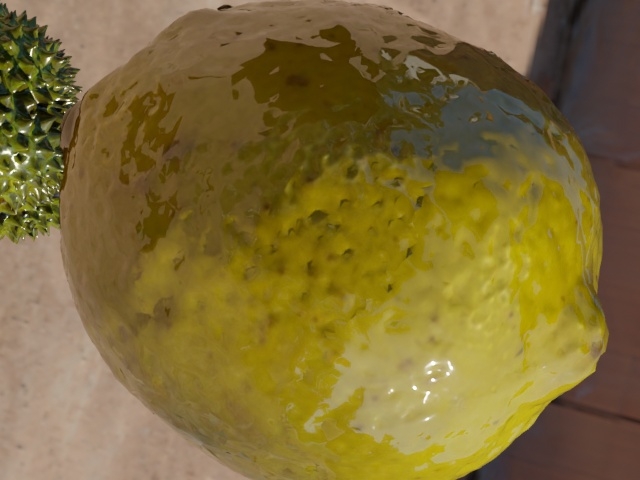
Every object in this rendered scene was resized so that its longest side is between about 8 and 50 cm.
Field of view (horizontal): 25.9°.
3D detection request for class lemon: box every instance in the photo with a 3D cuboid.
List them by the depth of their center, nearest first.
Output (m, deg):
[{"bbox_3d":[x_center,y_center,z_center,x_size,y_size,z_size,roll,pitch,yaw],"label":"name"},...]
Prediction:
[{"bbox_3d":[0.000,0.000,0.717,0.253,0.310,0.253,-57,160,-34],"label":"lemon"}]

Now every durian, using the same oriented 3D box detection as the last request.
[{"bbox_3d":[-0.244,-0.076,0.992,0.198,0.159,0.146,74,5,-46],"label":"durian"}]
